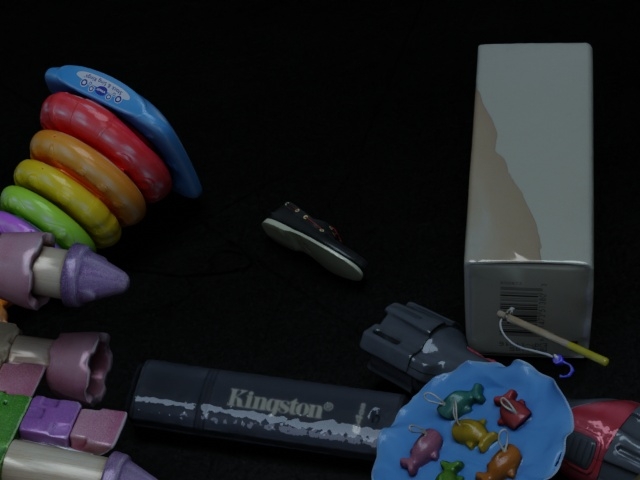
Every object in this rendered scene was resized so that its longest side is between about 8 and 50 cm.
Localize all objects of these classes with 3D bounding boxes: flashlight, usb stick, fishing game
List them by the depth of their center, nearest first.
[{"bbox_3d":[0.122,0.170,1.321,0.264,0.041,0.189,-44,37,-11],"label":"fishing game"},{"bbox_3d":[0.188,0.147,1.430,0.304,0.103,0.103,27,60,32],"label":"flashlight"},{"bbox_3d":[-0.048,0.161,1.471,0.278,0.045,0.077,7,48,12],"label":"usb stick"}]

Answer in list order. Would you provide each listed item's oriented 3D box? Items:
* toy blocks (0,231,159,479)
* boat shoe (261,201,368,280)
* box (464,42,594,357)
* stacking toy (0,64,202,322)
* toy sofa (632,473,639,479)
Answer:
[{"bbox_3d":[-0.240,0.184,1.284,0.260,0.309,0.288,8,41,8],"label":"toy blocks"},{"bbox_3d":[0.000,-0.001,1.610,0.133,0.049,0.042,29,65,34],"label":"boat shoe"},{"bbox_3d":[0.212,-0.046,1.564,0.121,0.148,0.311,1,47,8],"label":"box"},{"bbox_3d":[-0.280,-0.018,1.613,0.175,0.165,0.302,27,71,26],"label":"stacking toy"},{"bbox_3d":[0.326,0.192,1.239,0.362,0.150,0.177,-40,87,-10],"label":"toy sofa"}]
